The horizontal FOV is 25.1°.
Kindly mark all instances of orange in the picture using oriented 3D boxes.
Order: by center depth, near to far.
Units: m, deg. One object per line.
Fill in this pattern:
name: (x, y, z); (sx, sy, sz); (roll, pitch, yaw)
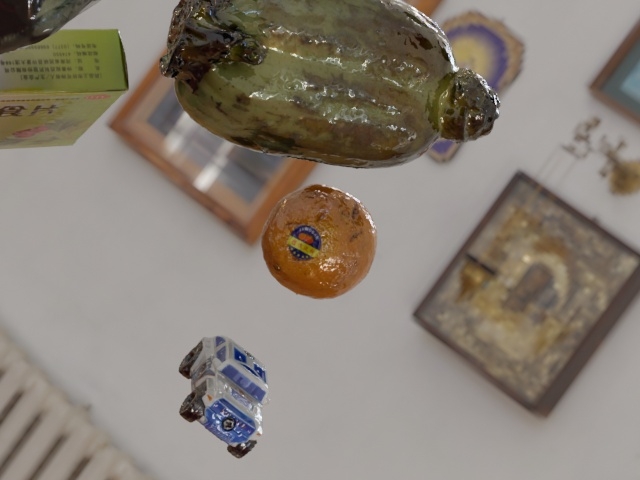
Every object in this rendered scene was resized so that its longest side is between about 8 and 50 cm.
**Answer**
orange: (0.001, 0.002, 1.679); (0.135, 0.135, 0.117); (36, 13, 20)

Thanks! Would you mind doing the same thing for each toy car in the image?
toy car: (-0.096, 0.150, 1.488); (0.080, 0.070, 0.170); (40, 12, -17)

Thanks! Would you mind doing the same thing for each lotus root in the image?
lotus root: (0.011, -0.146, 1.297); (0.309, 0.173, 0.173); (14, 6, -16)

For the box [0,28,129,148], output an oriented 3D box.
box: (-0.318, -0.126, 1.249); (0.260, 0.062, 0.175); (-4, -11, -27)

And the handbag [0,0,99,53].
handbag: (-0.187, -0.356, 0.858); (0.180, 0.317, 0.416); (-1, -57, 48)
